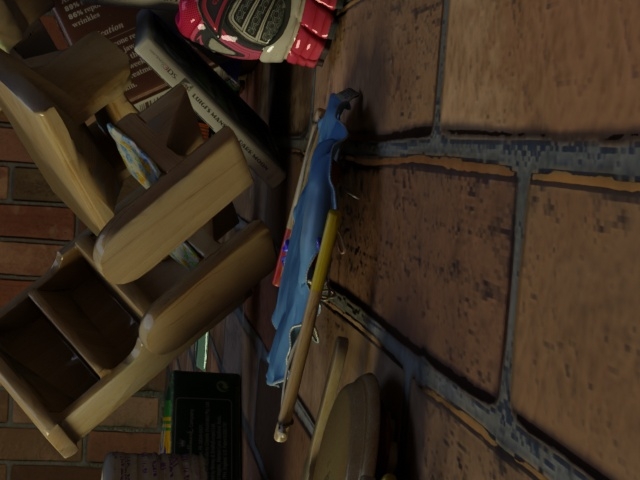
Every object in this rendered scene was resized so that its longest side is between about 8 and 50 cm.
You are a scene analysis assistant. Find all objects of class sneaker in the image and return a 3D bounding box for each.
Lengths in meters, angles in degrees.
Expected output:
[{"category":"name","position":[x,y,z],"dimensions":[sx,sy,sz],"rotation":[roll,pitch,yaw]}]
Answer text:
[{"category":"sneaker","position":[-0.038,-0.274,0.872],"dimensions":[0.121,0.112,0.299],"rotation":[124,149,-72]}]

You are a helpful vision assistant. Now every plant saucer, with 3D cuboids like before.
[{"category":"plant saucer","position":[-0.178,0.102,1.883],"dimensions":[0.067,0.018,0.192],"rotation":[-112,26,-70]}]

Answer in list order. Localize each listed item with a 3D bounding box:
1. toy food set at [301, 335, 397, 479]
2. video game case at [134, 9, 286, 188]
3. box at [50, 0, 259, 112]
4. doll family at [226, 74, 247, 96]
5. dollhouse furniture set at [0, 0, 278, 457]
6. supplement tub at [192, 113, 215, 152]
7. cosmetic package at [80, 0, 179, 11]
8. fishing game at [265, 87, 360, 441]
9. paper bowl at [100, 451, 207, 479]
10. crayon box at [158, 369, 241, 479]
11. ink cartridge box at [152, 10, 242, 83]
[{"category":"toy food set","position":[0.020,0.133,0.619],"dimensions":[0.192,0.038,0.132],"rotation":[-98,21,-73]},{"category":"video game case","position":[-0.104,-0.138,1.136],"dimensions":[0.022,0.173,0.190],"rotation":[-42,19,8]},{"category":"box","position":[-0.235,-0.331,1.366],"dimensions":[0.381,0.191,0.143],"rotation":[65,172,1]},{"category":"doll family","position":[-0.118,-0.263,1.500],"dimensions":[0.111,0.076,0.193],"rotation":[129,148,-82]},{"category":"dollhouse furniture set","position":[-0.245,-0.011,1.131],"dimensions":[0.362,0.256,0.394],"rotation":[41,164,28]},{"category":"supplement tub","position":[-0.196,-0.108,1.763],"dimensions":[0.117,0.117,0.190],"rotation":[119,154,-69]},{"category":"cosmetic package","position":[-0.098,-0.383,1.024],"dimensions":[0.155,0.197,0.365],"rotation":[151,121,-79]},{"category":"fishing game","position":[0.000,0.000,0.765],"dimensions":[0.264,0.041,0.189],"rotation":[-100,23,-76]},{"category":"paper bowl","position":[-0.124,0.327,1.058],"dimensions":[0.284,0.148,0.284],"rotation":[-176,90,-81]},{"category":"crayon box","position":[-0.151,0.319,1.428],"dimensions":[0.323,0.083,0.203],"rotation":[105,166,-52]},{"category":"ink cartridge box","position":[-0.098,-0.288,1.195],"dimensions":[0.208,0.045,0.206],"rotation":[37,-121,-57]}]
